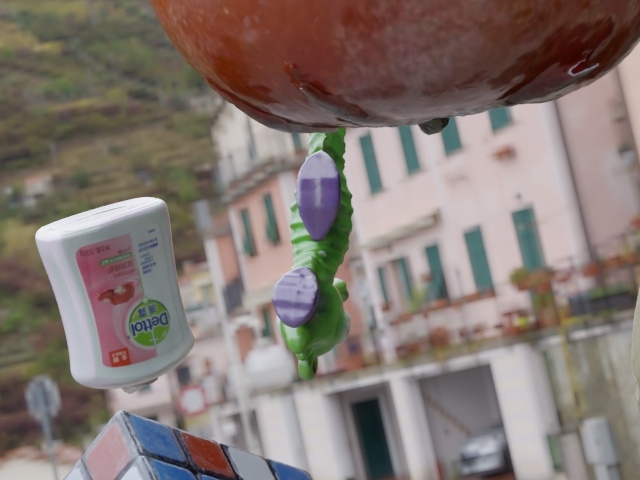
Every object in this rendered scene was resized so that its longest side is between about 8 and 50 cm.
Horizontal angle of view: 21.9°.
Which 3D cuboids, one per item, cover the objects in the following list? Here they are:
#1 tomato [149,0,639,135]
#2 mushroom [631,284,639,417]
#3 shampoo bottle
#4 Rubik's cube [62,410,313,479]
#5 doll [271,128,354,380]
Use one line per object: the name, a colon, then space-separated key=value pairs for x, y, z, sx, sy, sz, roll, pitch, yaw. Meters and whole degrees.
tomato: x=0.037 y=-0.173 z=0.803 sx=0.265 sy=0.264 sz=0.265 roll=-12 pitch=-5 yaw=-1
mushroom: x=0.291 y=0.045 z=0.944 sx=0.246 sy=0.246 sz=0.202 roll=-8 pitch=20 yaw=-42
shampoo bottle: x=-0.107 y=0.033 z=0.878 sx=0.072 sy=0.099 sz=0.043 roll=-18 pitch=14 yaw=-27
Rubik's cube: x=-0.045 y=0.129 z=0.552 sx=0.092 sy=0.092 sz=0.092 roll=24 pitch=-68 yaw=-39
doll: x=0.000 y=0.000 z=1.109 sx=0.050 sy=0.190 sz=0.115 roll=4 pitch=-15 yaw=7
